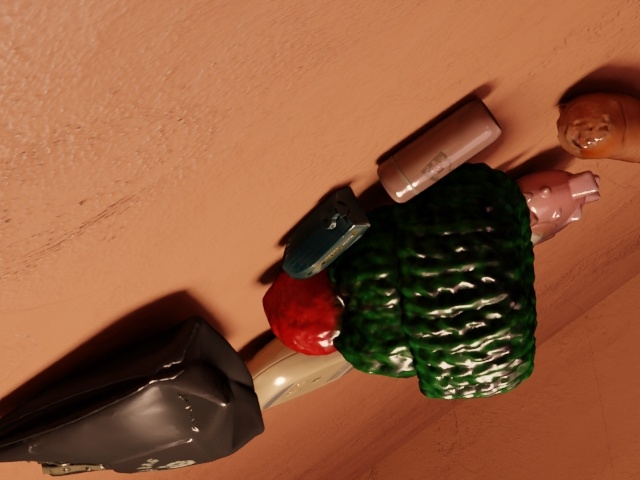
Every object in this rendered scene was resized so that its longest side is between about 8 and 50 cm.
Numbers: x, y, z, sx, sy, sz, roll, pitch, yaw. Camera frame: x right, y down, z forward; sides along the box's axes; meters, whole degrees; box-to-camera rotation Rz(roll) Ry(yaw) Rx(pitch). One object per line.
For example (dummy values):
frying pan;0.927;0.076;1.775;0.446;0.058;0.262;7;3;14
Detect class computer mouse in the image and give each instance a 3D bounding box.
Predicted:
computer mouse;-0.024;0.168;2.037;0.236;0.082;0.145;-20;160;-41

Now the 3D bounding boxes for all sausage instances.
sausage;0.406;-0.144;1.863;0.094;0.094;0.419;-53;157;19

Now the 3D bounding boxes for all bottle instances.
bottle;0.129;-0.098;1.552;0.140;0.053;0.053;-34;164;13

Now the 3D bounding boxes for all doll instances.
doll;0.285;-0.040;1.947;0.211;0.093;0.262;-28;168;14

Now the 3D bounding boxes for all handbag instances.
handbag;-0.230;0.214;1.707;0.288;0.152;0.342;-19;164;2

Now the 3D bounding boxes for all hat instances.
hat;0.086;0.057;1.672;0.332;0.274;0.242;-7;172;13

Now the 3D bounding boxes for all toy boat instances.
toy boat;0.000;0.000;1.609;0.060;0.055;0.141;-4;149;-46
